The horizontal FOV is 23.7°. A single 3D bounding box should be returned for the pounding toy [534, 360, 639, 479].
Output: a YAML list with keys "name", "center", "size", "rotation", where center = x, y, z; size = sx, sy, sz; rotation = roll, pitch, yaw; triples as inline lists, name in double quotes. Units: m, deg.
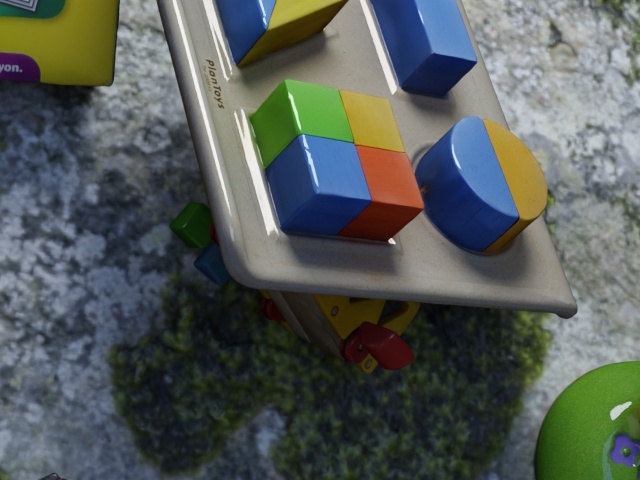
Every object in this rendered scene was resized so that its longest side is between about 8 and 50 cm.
- name: "pounding toy"
  center: [0.294, 0.163, 1.213]
  size: [0.237, 0.110, 0.183]
  rotation: [-36, 87, -18]

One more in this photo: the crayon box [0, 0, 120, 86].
- name: "crayon box"
  center: [-0.323, -0.286, 1.111]
  size: [0.363, 0.106, 0.313]
  rotation: [3, 107, -13]

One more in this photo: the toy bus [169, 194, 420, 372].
- name: "toy bus"
  center: [0.000, 0.005, 1.140]
  size: [0.191, 0.202, 0.104]
  rotation: [41, 72, -6]

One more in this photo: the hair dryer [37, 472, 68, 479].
- name: "hair dryer"
  center: [-0.245, 0.267, 1.098]
  size: [0.293, 0.080, 0.223]
  rotation: [25, 88, 0]

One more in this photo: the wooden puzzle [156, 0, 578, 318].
- name: "wooden puzzle"
  center: [0.042, -0.105, 1.118]
  size: [0.348, 0.080, 0.322]
  rotation: [10, 52, -40]
